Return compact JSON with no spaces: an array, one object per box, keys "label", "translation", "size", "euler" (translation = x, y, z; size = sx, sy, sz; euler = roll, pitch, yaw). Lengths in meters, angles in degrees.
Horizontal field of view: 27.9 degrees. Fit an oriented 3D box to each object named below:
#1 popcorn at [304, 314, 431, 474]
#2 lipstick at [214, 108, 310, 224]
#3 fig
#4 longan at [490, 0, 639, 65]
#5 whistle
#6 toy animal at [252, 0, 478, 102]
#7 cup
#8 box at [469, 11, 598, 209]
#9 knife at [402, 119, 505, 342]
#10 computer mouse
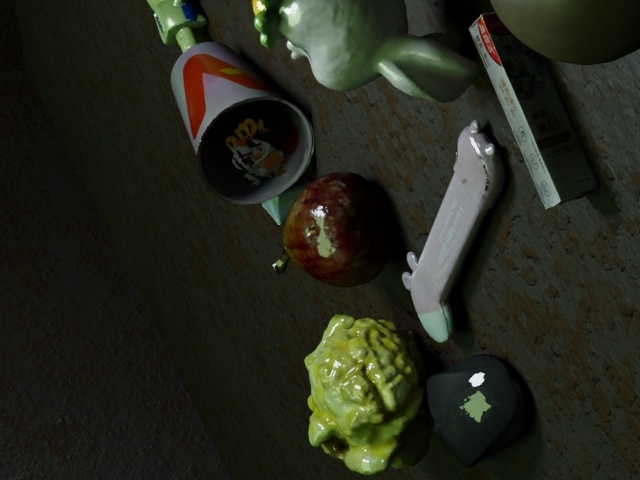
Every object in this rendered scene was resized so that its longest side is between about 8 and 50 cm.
[{"label":"popcorn","translation":[0.069,0.225,1.928],"size":[0.256,0.195,0.255],"euler":[123,139,-70]},{"label":"lipstick","translation":[-0.106,-0.137,2.246],"size":[0.289,0.077,0.076],"euler":[51,152,41]},{"label":"fig","translation":[0.002,0.000,1.959],"size":[0.274,0.145,0.170],"euler":[-26,84,56]},{"label":"longan","translation":[0.230,-0.238,1.103],"size":[0.189,0.189,0.189],"euler":[54,155,40]},{"label":"whistle","translation":[-0.262,-0.415,2.389],"size":[0.227,0.085,0.105],"euler":[66,161,16]},{"label":"toy animal","translation":[0.043,-0.299,1.475],"size":[0.183,0.247,0.310],"euler":[101,163,-85]},{"label":"cup","translation":[-0.151,-0.215,2.156],"size":[0.288,0.203,0.203],"euler":[-124,23,-52]},{"label":"box","translation":[0.226,-0.143,1.375],"size":[0.218,0.055,0.039],"euler":[67,159,7]},{"label":"knife","translation":[0.175,-0.004,1.674],"size":[0.132,0.038,0.398],"euler":[58,156,26]},{"label":"computer mouse","translation":[0.199,0.239,1.773],"size":[0.137,0.086,0.269],"euler":[67,162,12]}]
